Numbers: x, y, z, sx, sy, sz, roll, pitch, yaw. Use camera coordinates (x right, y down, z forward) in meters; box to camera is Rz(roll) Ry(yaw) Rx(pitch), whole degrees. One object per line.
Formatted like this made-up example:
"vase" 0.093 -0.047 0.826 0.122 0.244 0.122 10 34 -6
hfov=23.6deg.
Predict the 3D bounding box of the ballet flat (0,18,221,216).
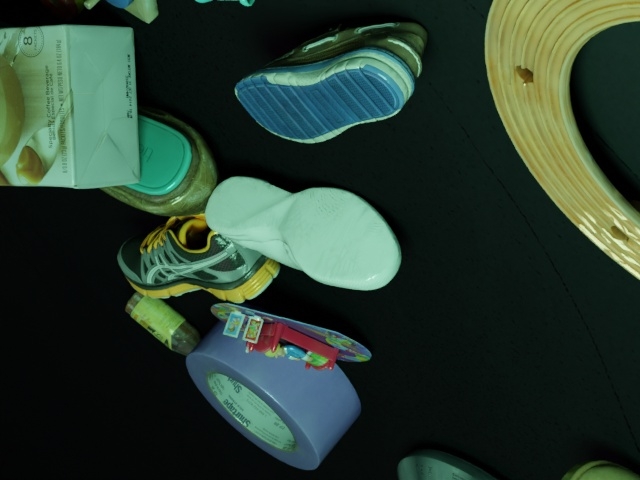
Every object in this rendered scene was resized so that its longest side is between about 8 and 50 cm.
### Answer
"ballet flat" -0.228 -0.109 1.471 0.342 0.116 0.124 25 172 25

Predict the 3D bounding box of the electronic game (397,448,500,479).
"electronic game" 0.175 0.304 1.619 0.229 0.048 0.229 34 155 19

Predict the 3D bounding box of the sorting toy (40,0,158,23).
"sorting toy" -0.202 -0.244 1.232 0.132 0.046 0.274 33 156 18

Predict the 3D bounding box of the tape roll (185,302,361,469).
"tape roll" -0.053 0.161 1.685 0.189 0.080 0.189 34 156 18

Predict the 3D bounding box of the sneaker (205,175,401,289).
"sneaker" 0.000 0.000 1.339 0.212 0.080 0.094 22 167 41

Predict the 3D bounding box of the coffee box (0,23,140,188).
"coffee box" -0.289 -0.118 1.368 0.246 0.098 0.141 1 96 31

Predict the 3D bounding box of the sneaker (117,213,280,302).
"sneaker" -0.134 0.006 1.542 0.215 0.084 0.083 0 135 43

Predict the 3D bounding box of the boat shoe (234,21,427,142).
"boat shoe" 0.012 -0.116 1.094 0.183 0.066 0.066 -1 136 50

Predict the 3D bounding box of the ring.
"ring" 0.242 -0.051 0.895 0.336 0.032 0.336 34 156 18

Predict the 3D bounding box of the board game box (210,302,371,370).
"board game box" -0.034 0.108 1.533 0.168 0.033 0.133 15 165 12

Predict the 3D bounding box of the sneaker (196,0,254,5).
"sneaker" -0.056 -0.214 1.006 0.110 0.107 0.275 42 169 -18

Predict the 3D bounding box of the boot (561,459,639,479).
"boot" 0.348 0.259 1.225 0.236 0.089 0.269 38 160 -19

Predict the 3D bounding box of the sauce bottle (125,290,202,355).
"sauce bottle" -0.176 0.108 1.834 0.128 0.042 0.042 39 157 9
